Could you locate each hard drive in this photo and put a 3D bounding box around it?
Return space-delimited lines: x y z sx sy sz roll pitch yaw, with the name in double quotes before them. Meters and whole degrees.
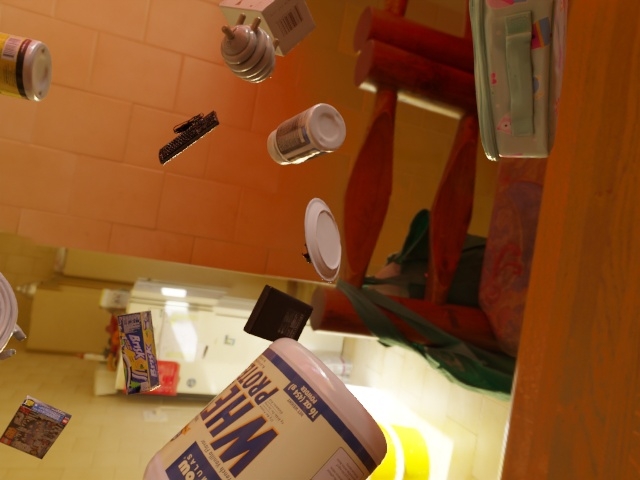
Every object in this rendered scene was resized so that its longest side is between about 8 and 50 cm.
"hard drive" -0.077 0.148 0.884 0.022 0.135 0.094 21 81 41

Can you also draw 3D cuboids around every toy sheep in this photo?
"toy sheep" -0.115 -0.302 0.737 0.091 0.132 0.091 -7 74 27

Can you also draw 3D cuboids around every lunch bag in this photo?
"lunch bag" 0.267 -0.261 0.624 0.224 0.107 0.279 -61 -38 -37

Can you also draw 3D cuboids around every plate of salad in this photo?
"plate of salad" 0.000 0.000 1.091 0.048 0.200 0.200 -9 64 23

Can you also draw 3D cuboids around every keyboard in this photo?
"keyboard" -0.358 -0.285 1.223 0.192 0.038 0.100 -33 44 5

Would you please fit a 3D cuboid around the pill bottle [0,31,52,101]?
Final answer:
"pill bottle" -0.654 -0.350 0.900 0.119 0.208 0.119 -171 90 -77

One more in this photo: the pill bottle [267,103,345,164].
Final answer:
"pill bottle" -0.028 -0.172 0.778 0.137 0.078 0.078 -6 74 53

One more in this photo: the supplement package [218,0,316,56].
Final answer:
"supplement package" -0.116 -0.482 0.995 0.105 0.105 0.179 -47 47 -11

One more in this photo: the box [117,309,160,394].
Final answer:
"box" -0.392 0.240 1.001 0.059 0.054 0.169 72 -170 -85

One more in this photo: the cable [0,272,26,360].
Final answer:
"cable" -0.694 0.137 0.827 0.089 0.257 0.257 -23 97 37

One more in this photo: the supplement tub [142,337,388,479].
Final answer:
"supplement tub" -0.091 0.325 0.649 0.325 0.235 0.235 -42 10 -18

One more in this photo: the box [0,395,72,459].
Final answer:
"box" -0.576 0.379 0.934 0.137 0.094 0.027 -50 17 24
